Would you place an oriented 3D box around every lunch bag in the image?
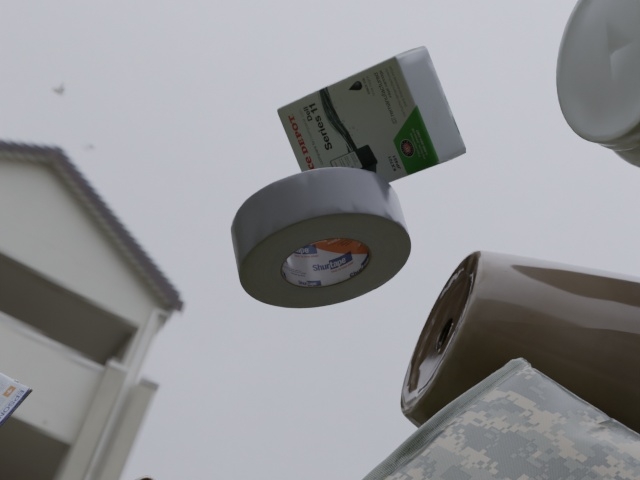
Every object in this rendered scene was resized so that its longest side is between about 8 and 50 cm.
[{"bbox_3d":[0.130,0.250,0.913,0.235,0.287,0.169,31,-43,39],"label":"lunch bag"}]

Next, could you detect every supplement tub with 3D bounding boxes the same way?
[{"bbox_3d":[0.453,-0.181,1.473,0.325,0.235,0.235,8,-38,-27],"label":"supplement tub"}]

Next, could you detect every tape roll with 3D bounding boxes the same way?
[{"bbox_3d":[0.000,0.000,1.648,0.219,0.072,0.219,-10,-31,-6],"label":"tape roll"}]

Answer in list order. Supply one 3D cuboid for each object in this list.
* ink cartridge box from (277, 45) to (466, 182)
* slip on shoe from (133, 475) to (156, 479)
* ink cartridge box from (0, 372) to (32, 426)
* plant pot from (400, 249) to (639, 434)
[{"bbox_3d":[0.064,-0.146,1.731,0.208,0.087,0.153,-20,-86,37],"label":"ink cartridge box"},{"bbox_3d":[-0.302,0.393,1.957,0.051,0.135,0.041,56,-7,-2],"label":"slip on shoe"},{"bbox_3d":[-0.461,0.246,1.584,0.224,0.223,0.045,14,-33,48],"label":"ink cartridge box"},{"bbox_3d":[0.248,0.149,1.363,0.280,0.323,0.323,25,-43,-6],"label":"plant pot"}]
